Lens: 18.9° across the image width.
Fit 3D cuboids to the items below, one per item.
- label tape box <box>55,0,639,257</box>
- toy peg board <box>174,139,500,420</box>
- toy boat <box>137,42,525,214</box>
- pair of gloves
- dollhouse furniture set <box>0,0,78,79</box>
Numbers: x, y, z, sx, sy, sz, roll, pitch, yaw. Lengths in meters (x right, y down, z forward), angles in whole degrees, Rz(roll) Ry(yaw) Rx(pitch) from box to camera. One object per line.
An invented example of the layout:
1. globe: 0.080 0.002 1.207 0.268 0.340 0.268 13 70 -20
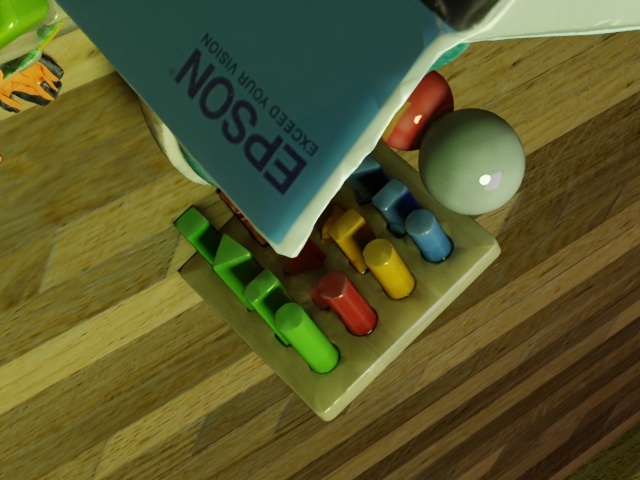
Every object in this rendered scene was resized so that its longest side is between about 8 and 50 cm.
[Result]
1. label tape box: 0.054 -0.193 0.536 0.348 0.249 0.115 -50 149 13
2. toy peg board: 0.000 0.000 1.242 0.160 0.161 0.079 -44 146 -4
3. toy boat: 0.040 -0.109 1.101 0.267 0.148 0.318 -46 160 -1
4. pair of gloves: -0.168 -0.063 0.976 0.083 0.010 0.074 -46 162 8
5. dollhouse furniture set: -0.099 -0.181 0.805 0.197 0.151 0.301 -31 -176 21
